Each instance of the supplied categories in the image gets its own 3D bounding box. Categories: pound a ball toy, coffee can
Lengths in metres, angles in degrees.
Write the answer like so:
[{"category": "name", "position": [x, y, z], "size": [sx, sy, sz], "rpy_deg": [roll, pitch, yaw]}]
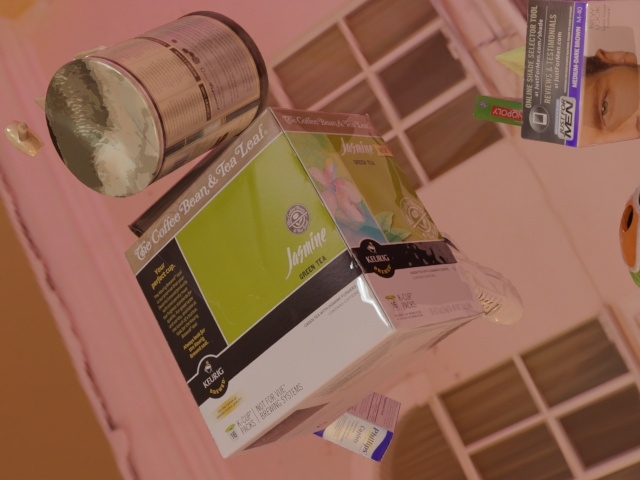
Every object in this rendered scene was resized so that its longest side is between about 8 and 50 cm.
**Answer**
[{"category": "pound a ball toy", "position": [-0.436, -0.222, 1.883], "size": [0.136, 0.208, 0.319], "rpy_deg": [43, 168, -21]}, {"category": "coffee can", "position": [-0.232, -0.205, 1.535], "size": [0.202, 0.201, 0.275], "rpy_deg": [57, -141, -4]}]

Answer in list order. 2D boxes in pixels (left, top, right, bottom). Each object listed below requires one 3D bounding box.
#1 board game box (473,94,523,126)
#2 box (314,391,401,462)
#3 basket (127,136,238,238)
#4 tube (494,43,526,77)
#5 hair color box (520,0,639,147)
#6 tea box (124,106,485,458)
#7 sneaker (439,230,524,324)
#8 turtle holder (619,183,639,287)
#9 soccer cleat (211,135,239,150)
[{"category": "board game box", "position": [0.453, -0.236, 2.005], "size": [0.317, 0.213, 0.046], "rpy_deg": [-9, -70, -57]}, {"category": "box", "position": [0.068, 0.325, 1.930], "size": [0.137, 0.072, 0.126], "rpy_deg": [23, -160, 3]}, {"category": "basket", "position": [-0.173, -0.052, 1.761], "size": [0.204, 0.227, 0.154], "rpy_deg": [36, 168, -2]}, {"category": "tube", "position": [0.404, -0.312, 1.709], "size": [0.062, 0.240, 0.070], "rpy_deg": [-37, -74, -41]}, {"category": "hair color box", "position": [0.425, -0.236, 1.421], "size": [0.338, 0.110, 0.185], "rpy_deg": [-11, -71, -34]}, {"category": "tea box", "position": [-0.030, 0.052, 1.366], "size": [0.220, 0.329, 0.324], "rpy_deg": [-5, -119, -52]}, {"category": "sneaker", "position": [0.250, 0.084, 1.747], "size": [0.235, 0.090, 0.095], "rpy_deg": [33, -159, -22]}, {"category": "turtle holder", "position": [0.730, -0.018, 2.017], "size": [0.227, 0.320, 0.243], "rpy_deg": [55, -125, -36]}, {"category": "soccer cleat", "position": [-0.105, -0.174, 2.308], "size": [0.318, 0.109, 0.116], "rpy_deg": [22, 171, 41]}]
